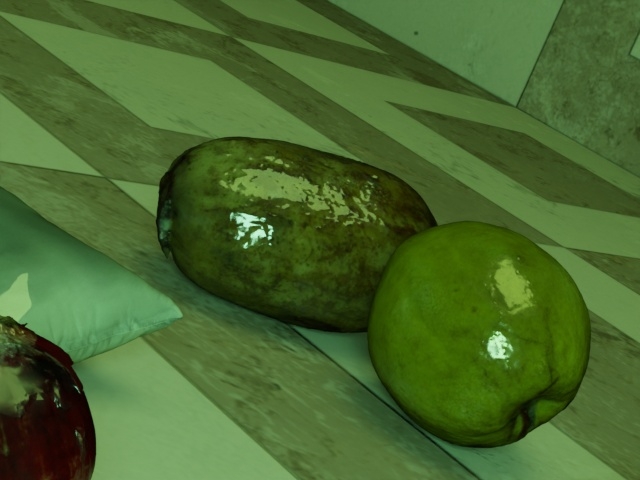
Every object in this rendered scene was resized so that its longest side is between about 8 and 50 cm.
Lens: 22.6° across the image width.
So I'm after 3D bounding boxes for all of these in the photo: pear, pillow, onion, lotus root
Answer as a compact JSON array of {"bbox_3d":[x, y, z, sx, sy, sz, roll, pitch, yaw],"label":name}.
[{"bbox_3d":[0.109,0.066,1.091,0.149,0.149,0.162,13,28,-33],"label":"pear"},{"bbox_3d":[-0.221,0.008,0.948,0.254,0.078,0.144,31,26,28],"label":"pillow"},{"bbox_3d":[-0.158,0.088,0.683,0.131,0.131,0.131,22,15,-6],"label":"onion"},{"bbox_3d":[0.000,0.000,1.202,0.260,0.128,0.145,13,31,-16],"label":"lotus root"}]
